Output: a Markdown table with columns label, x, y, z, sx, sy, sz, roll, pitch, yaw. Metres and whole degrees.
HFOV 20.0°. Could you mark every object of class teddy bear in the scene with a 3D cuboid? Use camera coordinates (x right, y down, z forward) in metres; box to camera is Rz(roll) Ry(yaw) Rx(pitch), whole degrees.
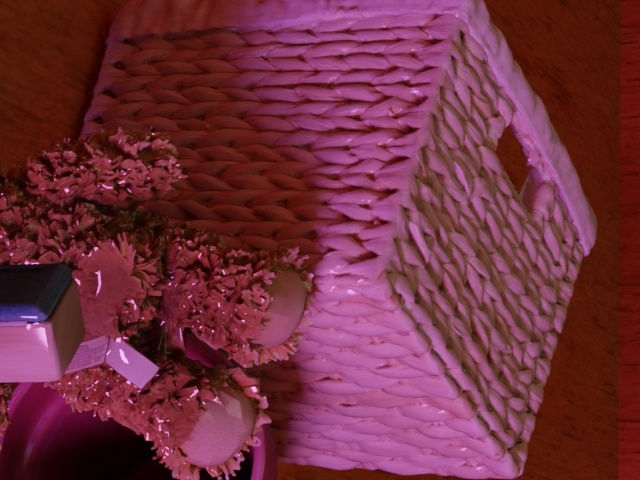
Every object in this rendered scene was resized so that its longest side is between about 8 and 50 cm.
| label | x | y | z | sx | sy | sz | roll | pitch | yaw |
| --- | --- | --- | --- | --- | --- | --- | --- | --- | --- |
| teddy bear | -0.168 | 0.033 | 1.187 | 0.113 | 0.338 | 0.245 | -117 | -145 | -70 |

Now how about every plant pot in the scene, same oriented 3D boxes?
| label | x | y | z | sx | sy | sz | roll | pitch | yaw |
| --- | --- | --- | --- | --- | --- | --- | --- | --- | --- |
| plant pot | -0.120 | 0.186 | 1.329 | 0.180 | 0.201 | 0.201 | 68 | 28 | -62 |

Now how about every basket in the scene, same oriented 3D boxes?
| label | x | y | z | sx | sy | sz | roll | pitch | yaw |
| --- | --- | --- | --- | --- | --- | --- | --- | --- | --- |
| basket | 0.000 | 0.000 | 1.439 | 0.328 | 0.331 | 0.266 | 54 | 47 | -47 |

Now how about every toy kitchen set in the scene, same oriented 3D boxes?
| label | x | y | z | sx | sy | sz | roll | pitch | yaw |
| --- | --- | --- | --- | --- | --- | --- | --- | --- | --- |
| toy kitchen set | -0.205 | 0.024 | 0.846 | 0.207 | 0.122 | 0.166 | -73 | 159 | -62 |
